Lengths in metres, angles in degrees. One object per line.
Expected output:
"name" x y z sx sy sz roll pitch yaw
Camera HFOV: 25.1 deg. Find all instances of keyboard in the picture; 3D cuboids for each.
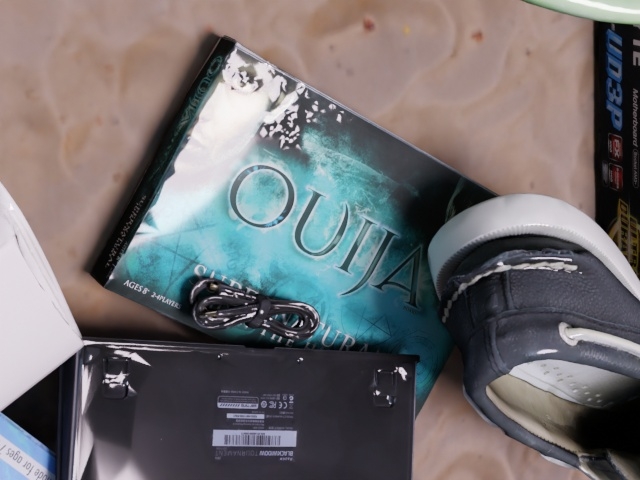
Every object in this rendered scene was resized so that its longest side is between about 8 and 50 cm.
"keyboard" -0.033 0.073 0.655 0.180 0.023 0.108 6 84 -32

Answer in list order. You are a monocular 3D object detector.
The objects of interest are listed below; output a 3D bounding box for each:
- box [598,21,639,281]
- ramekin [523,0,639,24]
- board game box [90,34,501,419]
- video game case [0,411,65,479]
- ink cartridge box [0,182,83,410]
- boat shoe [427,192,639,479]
"box" 0.232 -0.082 0.764 0.175 0.051 0.220 -12 110 -24
"ramekin" 0.100 -0.237 0.569 0.303 0.148 0.303 -2 97 -17
"board game box" 0.000 0.000 0.688 0.186 0.026 0.126 27 93 -30
"video game case" -0.196 0.179 0.587 0.269 0.061 0.244 44 68 -30
"ink cartridge box" -0.249 0.031 0.460 0.283 0.207 0.117 -38 161 -12
"boat shoe" 0.161 0.088 0.725 0.302 0.091 0.114 29 130 -35
